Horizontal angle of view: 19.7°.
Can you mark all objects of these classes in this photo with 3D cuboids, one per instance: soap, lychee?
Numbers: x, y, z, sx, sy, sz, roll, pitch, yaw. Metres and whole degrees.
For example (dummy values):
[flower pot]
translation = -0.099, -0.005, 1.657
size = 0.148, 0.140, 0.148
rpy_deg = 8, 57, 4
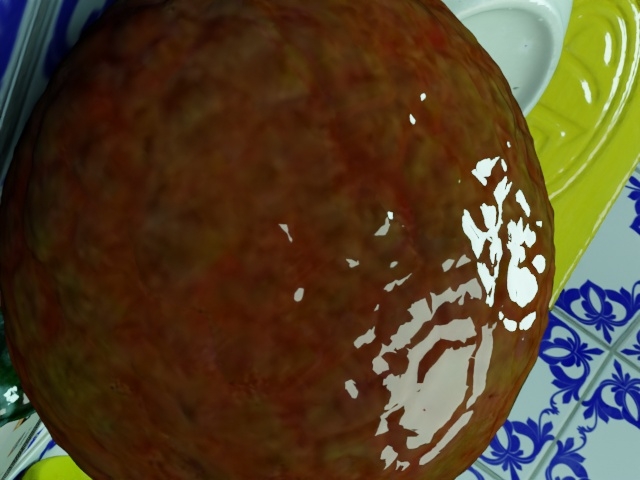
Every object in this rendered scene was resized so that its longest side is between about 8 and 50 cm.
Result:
[soap]
translation = 0.176, -0.124, 1.498
size = 0.324, 0.204, 0.096
rpy_deg = -60, -166, 1
[lychee]
translation = -0.014, 0.007, 0.788
size = 0.255, 0.255, 0.300
rpy_deg = -54, 143, -1

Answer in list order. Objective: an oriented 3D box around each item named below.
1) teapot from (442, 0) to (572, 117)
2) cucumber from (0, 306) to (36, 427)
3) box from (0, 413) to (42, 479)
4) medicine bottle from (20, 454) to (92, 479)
[teapot]
translation = 0.022, -0.107, 0.993
size = 0.208, 0.166, 0.299
rpy_deg = -15, 155, -52
[cucumber]
translation = -0.133, 0.037, 0.962
size = 0.056, 0.056, 0.250
rpy_deg = -58, 175, 39
[box]
translation = -0.210, 0.131, 0.980
size = 0.129, 0.033, 0.247
rpy_deg = -56, 175, 25
[medicine bottle]
translation = -0.214, 0.274, 1.375
size = 0.212, 0.122, 0.122
rpy_deg = -56, 174, 21
